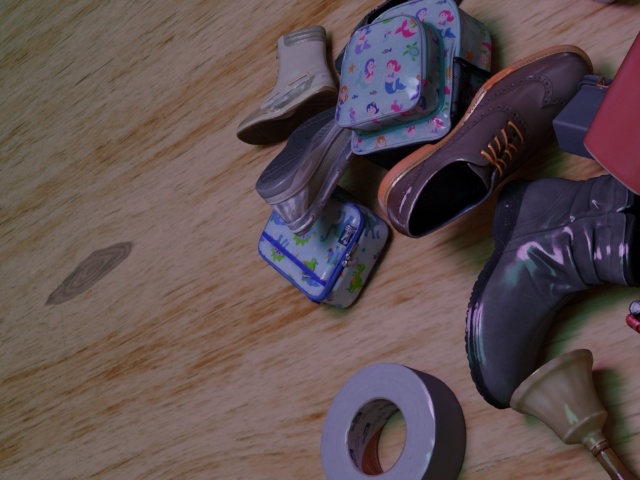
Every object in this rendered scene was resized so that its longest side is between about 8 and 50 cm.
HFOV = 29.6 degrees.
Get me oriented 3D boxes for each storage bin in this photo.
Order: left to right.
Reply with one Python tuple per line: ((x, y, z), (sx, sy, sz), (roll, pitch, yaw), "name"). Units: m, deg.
((0.380, -0.160, 1.617), (0.091, 0.098, 0.135), (-42, 38, -22), "storage bin")

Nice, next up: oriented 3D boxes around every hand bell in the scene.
((0.353, 0.268, 1.502), (0.126, 0.126, 0.242), (-45, 58, 22), "hand bell")

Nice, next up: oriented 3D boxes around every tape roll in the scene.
((0.102, 0.290, 1.750), (0.219, 0.072, 0.219), (-21, 58, 39), "tape roll")

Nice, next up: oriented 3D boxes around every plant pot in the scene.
((0.464, -0.157, 1.442), (0.243, 0.275, 0.275), (-56, 43, 19), "plant pot")

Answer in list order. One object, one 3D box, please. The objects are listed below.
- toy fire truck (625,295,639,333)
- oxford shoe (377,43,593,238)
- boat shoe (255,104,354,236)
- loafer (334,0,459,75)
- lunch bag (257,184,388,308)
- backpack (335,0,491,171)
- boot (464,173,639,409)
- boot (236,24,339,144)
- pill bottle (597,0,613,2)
((0.477, 0.059, 1.487), (0.135, 0.047, 0.192), (40, 102, 47), "toy fire truck")
((0.247, -0.127, 1.695), (0.363, 0.130, 0.133), (-43, 22, 8), "oxford shoe")
((0.008, -0.131, 1.931), (0.118, 0.103, 0.320), (-18, 24, 35), "boat shoe")
((0.111, -0.368, 2.012), (0.267, 0.084, 0.096), (-36, 51, 29), "loafer")
((0.000, 0.000, 1.967), (0.219, 0.090, 0.176), (41, 106, 47), "lunch bag")
((0.146, -0.250, 1.864), (0.225, 0.191, 0.254), (-8, 62, 44), "backpack")
((0.322, 0.057, 1.593), (0.222, 0.118, 0.338), (-4, 70, 43), "boot")
((-0.066, -0.276, 2.160), (0.213, 0.077, 0.165), (-27, 56, 29), "boot")
((0.421, -0.531, 1.682), (0.204, 0.204, 0.361), (36, 100, 47), "pill bottle")
